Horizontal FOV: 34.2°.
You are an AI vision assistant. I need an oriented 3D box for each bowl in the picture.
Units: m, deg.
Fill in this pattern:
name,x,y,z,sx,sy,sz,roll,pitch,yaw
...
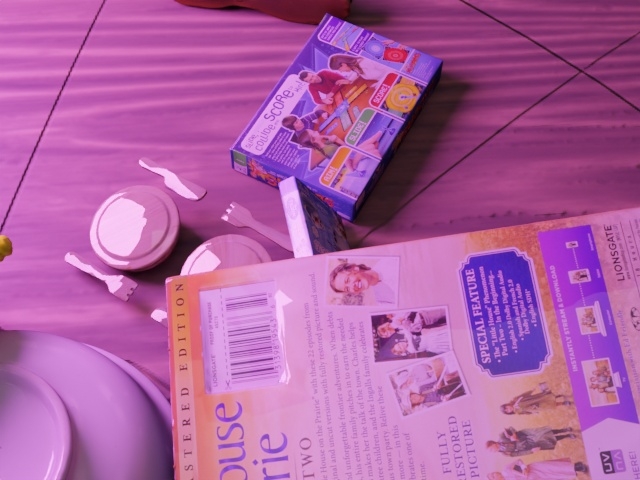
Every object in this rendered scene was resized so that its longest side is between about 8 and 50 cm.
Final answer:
name,x,y,z,sx,sy,sz,roll,pitch,yaw
bowl,-0.247,0.181,0.783,0.297,0.134,0.298,0,58,0

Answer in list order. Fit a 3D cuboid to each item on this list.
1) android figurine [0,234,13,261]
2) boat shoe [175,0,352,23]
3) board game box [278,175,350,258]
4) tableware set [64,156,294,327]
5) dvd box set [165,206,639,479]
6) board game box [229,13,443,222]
name,x,y,z,sx,sy,sz,roll,pitch,yaw
android figurine,-0.349,0.084,0.794,0.272,0.056,0.248,-35,19,11
boat shoe,-0.063,-0.284,1.104,0.206,0.073,0.073,12,61,6
board game box,0.000,0.000,0.923,0.020,0.090,0.090,-24,58,19
tableware set,-0.123,0.016,0.942,0.194,0.039,0.128,29,74,22
dvd box set,0.097,0.145,0.793,0.420,0.062,0.308,-9,64,3
board game box,0.018,-0.127,1.031,0.136,0.035,0.201,25,61,14
